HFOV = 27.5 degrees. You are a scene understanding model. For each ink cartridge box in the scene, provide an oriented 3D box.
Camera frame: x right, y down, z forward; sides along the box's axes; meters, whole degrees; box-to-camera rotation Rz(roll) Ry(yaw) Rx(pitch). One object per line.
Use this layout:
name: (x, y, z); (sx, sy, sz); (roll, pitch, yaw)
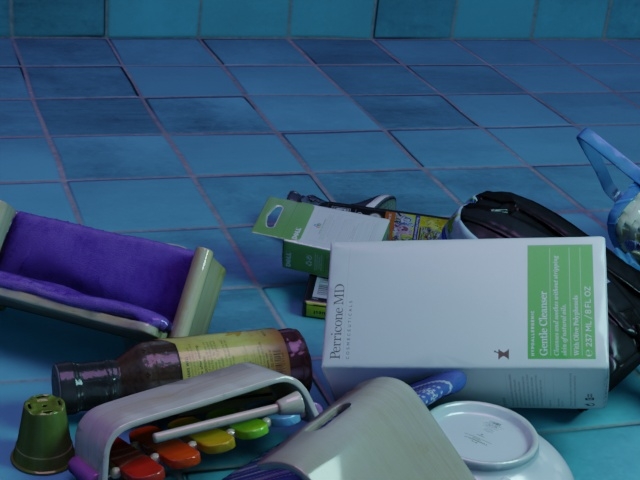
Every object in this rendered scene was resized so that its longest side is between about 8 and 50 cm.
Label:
ink cartridge box: (0.000, 0.000, 2.129); (0.209, 0.062, 0.109); (12, 40, 10)

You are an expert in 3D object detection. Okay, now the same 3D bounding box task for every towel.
towel: (0.008, 0.253, 1.585); (0.243, 0.040, 0.336); (-26, -1, 42)

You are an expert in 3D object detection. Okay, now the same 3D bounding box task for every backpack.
backpack: (0.326, 0.078, 1.963); (0.355, 0.273, 0.290); (48, 42, 12)

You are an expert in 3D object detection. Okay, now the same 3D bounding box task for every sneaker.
sneaker: (0.027, -0.051, 2.377); (0.163, 0.086, 0.226); (22, 29, 27)

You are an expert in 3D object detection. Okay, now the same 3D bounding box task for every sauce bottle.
sauce bottle: (-0.186, 0.182, 1.766); (0.344, 0.111, 0.111); (-3, 25, -22)

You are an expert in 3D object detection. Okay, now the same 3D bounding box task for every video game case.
video game case: (0.113, 0.043, 2.164); (0.248, 0.035, 0.275); (8, 39, 5)

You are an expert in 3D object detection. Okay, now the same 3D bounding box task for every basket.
basket: (0.586, -0.067, 2.324); (0.289, 0.201, 0.255); (49, 4, 37)

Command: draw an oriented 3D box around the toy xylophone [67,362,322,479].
toy xylophone: (-0.149, 0.228, 1.608); (0.322, 0.081, 0.236); (-13, 10, -18)

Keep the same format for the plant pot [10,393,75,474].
plant pot: (-0.346, 0.239, 1.641); (0.083, 0.079, 0.083); (5, 24, -2)

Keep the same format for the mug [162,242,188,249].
mug: (-0.253, 0.064, 2.036); (0.157, 0.097, 0.129); (-9, 28, -30)

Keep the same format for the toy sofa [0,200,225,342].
toy sofa: (-0.336, 0.049, 1.901); (0.362, 0.150, 0.177); (13, -15, 17)

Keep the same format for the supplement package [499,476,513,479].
supplement package: (0.173, 0.393, 1.142); (0.177, 0.293, 0.175); (20, 27, 31)

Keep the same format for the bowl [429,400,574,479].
bowl: (0.185, 0.287, 1.586); (0.298, 0.134, 0.298); (5, 24, -2)

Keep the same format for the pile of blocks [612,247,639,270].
pile of blocks: (0.508, 0.054, 2.170); (0.362, 0.149, 0.112); (5, 24, -1)

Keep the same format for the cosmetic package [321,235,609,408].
cosmetic package: (0.195, 0.113, 1.744); (0.365, 0.155, 0.197); (-2, 62, 9)

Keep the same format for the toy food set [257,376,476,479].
toy food set: (0.082, 0.312, 1.384); (0.306, 0.092, 0.220); (55, 38, 5)
